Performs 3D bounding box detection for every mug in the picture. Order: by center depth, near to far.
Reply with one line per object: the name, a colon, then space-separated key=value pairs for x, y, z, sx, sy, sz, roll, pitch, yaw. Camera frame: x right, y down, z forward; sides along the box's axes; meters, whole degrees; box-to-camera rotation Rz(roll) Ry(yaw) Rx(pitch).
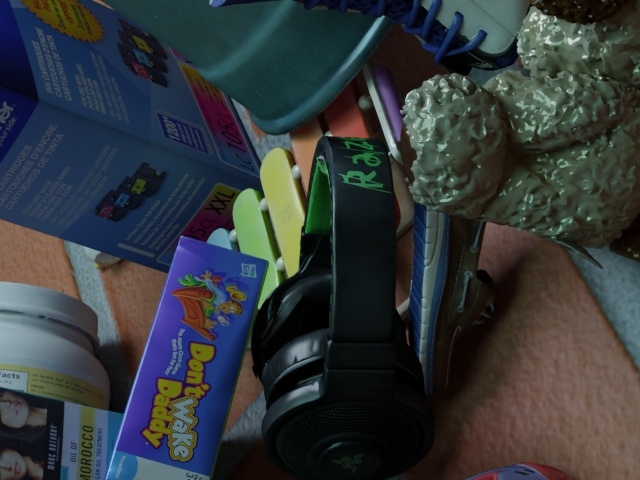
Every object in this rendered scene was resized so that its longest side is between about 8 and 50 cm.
mug: x=-0.246 y=-0.004 z=1.765 sx=0.062 sy=0.078 sz=0.064 roll=-24 pitch=60 yaw=5

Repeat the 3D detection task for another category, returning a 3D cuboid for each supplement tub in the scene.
supplement tub: x=-0.345 y=0.232 z=1.624 sx=0.241 sy=0.241 sz=0.331 roll=-25 pitch=56 yaw=44

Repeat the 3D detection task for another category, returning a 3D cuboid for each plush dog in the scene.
plush dog: x=0.201 y=-0.115 z=1.125 sx=0.210 sy=0.262 sz=0.225 roll=22 pitch=104 yaw=21

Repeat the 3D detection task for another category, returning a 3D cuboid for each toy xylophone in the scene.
toy xylophone: x=0.000 y=0.000 z=1.415 sx=0.323 sy=0.081 sz=0.236 roll=-51 pitch=42 yaw=26

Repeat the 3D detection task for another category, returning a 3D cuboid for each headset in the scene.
headset: x=-0.014 y=0.111 z=1.223 sx=0.243 sy=0.185 sz=0.394 roll=-104 pitch=16 yaw=-69

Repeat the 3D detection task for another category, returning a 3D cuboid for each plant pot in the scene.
plant pot: x=-0.106 y=-0.320 z=1.409 sx=0.341 sy=0.334 sz=0.341 roll=-48 pitch=26 yaw=33

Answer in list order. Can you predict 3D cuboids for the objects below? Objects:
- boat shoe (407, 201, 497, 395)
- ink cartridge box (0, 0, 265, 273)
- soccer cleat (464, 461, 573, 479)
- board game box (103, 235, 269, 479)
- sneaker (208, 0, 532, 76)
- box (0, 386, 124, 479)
boat shoe: x=0.109 y=0.042 z=1.257 sx=0.066 sy=0.066 sz=0.183 roll=-107 pitch=18 yaw=-67
ink cartridge box: x=-0.274 y=-0.138 z=1.562 sx=0.151 sy=0.395 sz=0.270 roll=-52 pitch=41 yaw=24
soccer cleat: x=0.089 y=0.232 z=1.186 sx=0.248 sy=0.095 sz=0.083 roll=-34 pitch=50 yaw=39
board game box: x=-0.135 y=0.189 z=1.329 sx=0.347 sy=0.078 sz=0.233 roll=111 pitch=174 yaw=-55
sneaker: x=0.076 y=-0.211 z=1.236 sx=0.127 sy=0.315 sz=0.182 roll=160 pitch=91 yaw=-71
box: x=-0.249 y=0.212 z=1.503 sx=0.060 sy=0.244 sz=0.100 roll=-28 pitch=54 yaw=44
